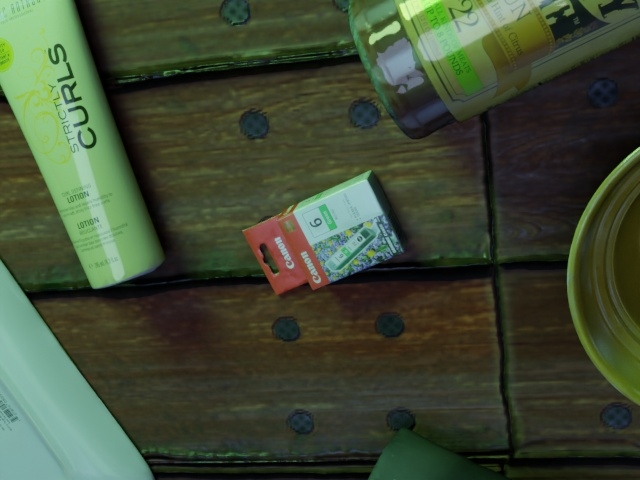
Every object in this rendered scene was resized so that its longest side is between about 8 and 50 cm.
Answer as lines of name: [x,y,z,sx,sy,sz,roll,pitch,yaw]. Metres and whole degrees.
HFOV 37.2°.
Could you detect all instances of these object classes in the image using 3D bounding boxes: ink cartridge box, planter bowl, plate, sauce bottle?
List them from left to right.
plate: [-0.326,0.170,0.831,0.278,0.045,0.277,-29,100,19]
ink cartridge box: [0.000,0.000,0.712,0.115,0.029,0.063,-24,103,18]
sauce bottle: [0.185,-0.179,0.570,0.344,0.111,0.111,-26,102,18]
planter bowl: [0.271,0.010,0.626,0.217,0.090,0.217,4,110,10]

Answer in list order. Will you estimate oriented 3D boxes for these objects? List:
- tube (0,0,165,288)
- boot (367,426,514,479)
tube: [-0.189,-0.083,0.710,0.070,0.062,0.240,-23,100,-23]
boot: [0.247,0.232,0.672,0.445,0.146,0.367,14,69,27]
